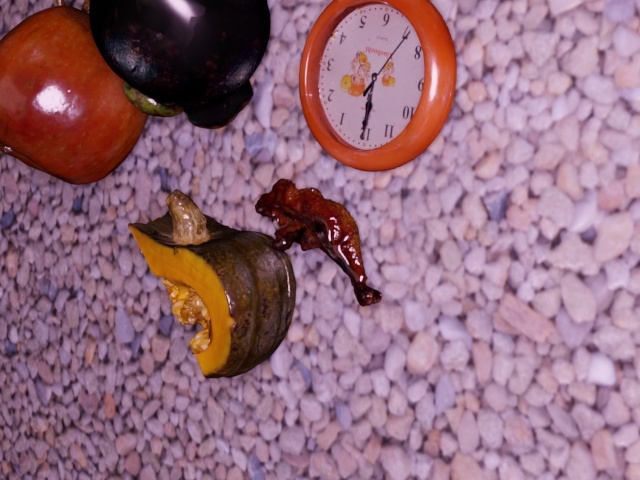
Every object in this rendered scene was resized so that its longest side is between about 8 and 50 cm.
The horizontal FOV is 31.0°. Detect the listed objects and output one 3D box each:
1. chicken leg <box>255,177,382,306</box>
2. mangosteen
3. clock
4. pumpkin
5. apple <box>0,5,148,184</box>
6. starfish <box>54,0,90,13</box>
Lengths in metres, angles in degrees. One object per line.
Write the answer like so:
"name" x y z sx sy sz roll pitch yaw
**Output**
"chicken leg" 0.001 -0.007 1.311 0.219 0.048 0.089 32 115 38
"mangosteen" -0.165 -0.248 1.358 0.243 0.243 0.243 2 92 43
"clock" 0.060 -0.177 1.247 0.205 0.051 0.205 2 93 42
"pumpkin" -0.118 0.030 1.373 0.248 0.131 0.126 56 134 20
"apple" -0.334 -0.191 1.517 0.230 0.230 0.230 2 92 43
"starfish" -0.292 -0.367 1.556 0.190 0.074 0.146 3 95 43
